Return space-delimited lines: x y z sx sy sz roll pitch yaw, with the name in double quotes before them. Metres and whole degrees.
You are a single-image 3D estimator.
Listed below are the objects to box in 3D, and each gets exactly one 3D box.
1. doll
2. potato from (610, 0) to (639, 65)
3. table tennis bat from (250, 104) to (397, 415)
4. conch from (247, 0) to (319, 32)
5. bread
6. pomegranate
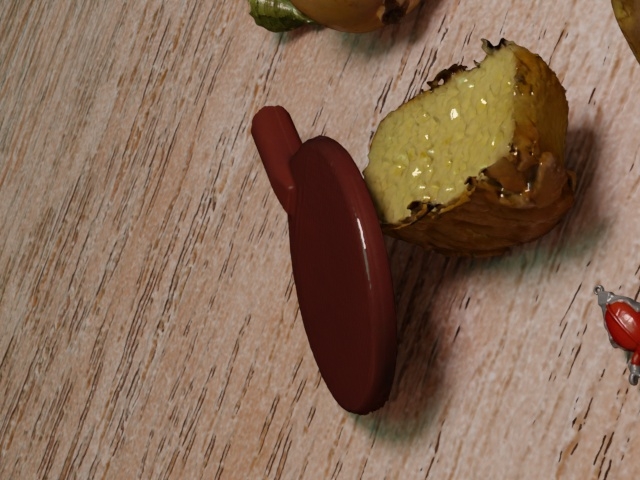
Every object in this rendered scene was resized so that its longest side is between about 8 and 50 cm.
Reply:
"doll" 0.278 0.079 1.326 0.114 0.039 0.057 59 146 35
"potato" 0.331 -0.192 1.316 0.137 0.137 0.176 -35 72 35
"table tennis bat" 0.000 0.000 1.576 0.414 0.051 0.268 -114 22 -46
"conch" -0.037 -0.293 1.812 0.121 0.074 0.089 14 121 30
"bread" 0.156 -0.071 1.449 0.260 0.147 0.160 -33 43 54
"pomegranate" 0.040 -0.321 1.656 0.191 0.191 0.191 -22 58 42
